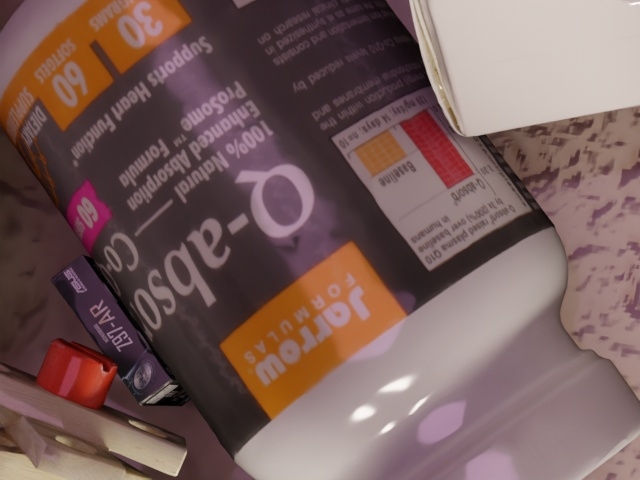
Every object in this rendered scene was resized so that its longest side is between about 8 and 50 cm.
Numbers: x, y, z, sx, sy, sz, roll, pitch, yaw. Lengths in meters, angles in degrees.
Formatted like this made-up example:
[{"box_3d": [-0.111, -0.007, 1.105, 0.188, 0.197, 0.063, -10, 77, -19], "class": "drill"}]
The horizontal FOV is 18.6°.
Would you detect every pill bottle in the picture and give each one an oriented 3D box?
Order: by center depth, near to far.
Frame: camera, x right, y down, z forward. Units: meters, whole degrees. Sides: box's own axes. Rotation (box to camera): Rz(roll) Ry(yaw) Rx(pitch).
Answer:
[{"box_3d": [0.000, 0.000, 0.803, 0.162, 0.162, 0.278, -37, 81, 5], "class": "pill bottle"}]

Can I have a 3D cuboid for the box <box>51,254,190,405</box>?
[{"box_3d": [-0.081, 0.040, 0.852, 0.018, 0.083, 0.067, -37, 82, 3], "class": "box"}]

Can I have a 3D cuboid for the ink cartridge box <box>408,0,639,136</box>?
[{"box_3d": [0.124, -0.198, 0.765, 0.207, 0.117, 0.283, -10, 60, 8], "class": "ink cartridge box"}]

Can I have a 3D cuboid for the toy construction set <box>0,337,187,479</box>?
[{"box_3d": [-0.111, 0.200, 0.816, 0.215, 0.151, 0.328, 24, 106, 12], "class": "toy construction set"}]
